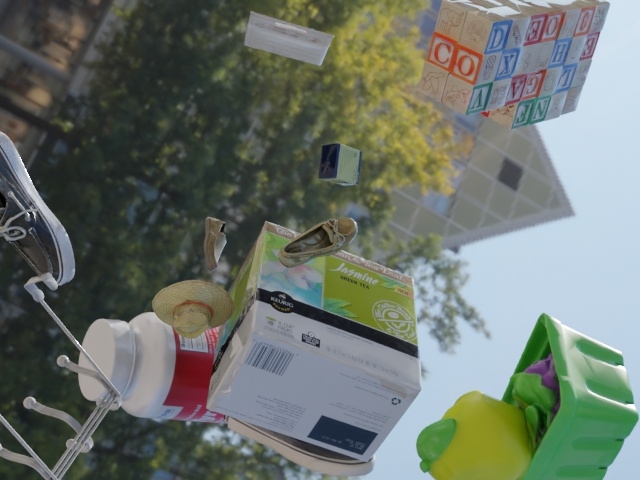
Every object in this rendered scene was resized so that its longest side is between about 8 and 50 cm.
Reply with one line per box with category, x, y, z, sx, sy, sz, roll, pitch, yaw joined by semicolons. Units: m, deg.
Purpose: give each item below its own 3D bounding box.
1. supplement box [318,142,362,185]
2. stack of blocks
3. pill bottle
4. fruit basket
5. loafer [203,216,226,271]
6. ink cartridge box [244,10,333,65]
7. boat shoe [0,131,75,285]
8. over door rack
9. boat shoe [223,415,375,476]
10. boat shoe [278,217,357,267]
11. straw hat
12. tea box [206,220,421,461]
supplement box;0.047;-0.178;2.307;0.056;0.083;0.083;0;-99;46
stack of blocks;0.268;-0.250;1.358;0.087;0.297;0.171;34;-54;33
pill bottle;-0.310;0.282;2.168;0.229;0.407;0.229;-20;-115;50
fruit basket;0.347;0.340;1.793;0.392;0.392;0.283;-49;-158;33
loafer;-0.249;0.005;2.333;0.056;0.050;0.148;85;1;-58
ink cartridge box;-0.066;-0.447;2.088;0.225;0.180;0.056;134;-30;-79
boat shoe;-0.552;-0.045;1.758;0.113;0.306;0.105;-13;-165;35
over door rack;-0.495;0.251;1.709;0.108;0.324;0.239;-5;-145;27
boat shoe;-0.039;0.342;1.958;0.127;0.340;0.158;-24;126;-61
boat shoe;-0.001;-0.001;1.707;0.048;0.153;0.056;110;-43;-68
straw hat;-0.224;0.137;1.714;0.144;0.144;0.061;-47;-151;35
tea box;-0.009;0.186;1.837;0.324;0.328;0.220;-89;-156;-53
